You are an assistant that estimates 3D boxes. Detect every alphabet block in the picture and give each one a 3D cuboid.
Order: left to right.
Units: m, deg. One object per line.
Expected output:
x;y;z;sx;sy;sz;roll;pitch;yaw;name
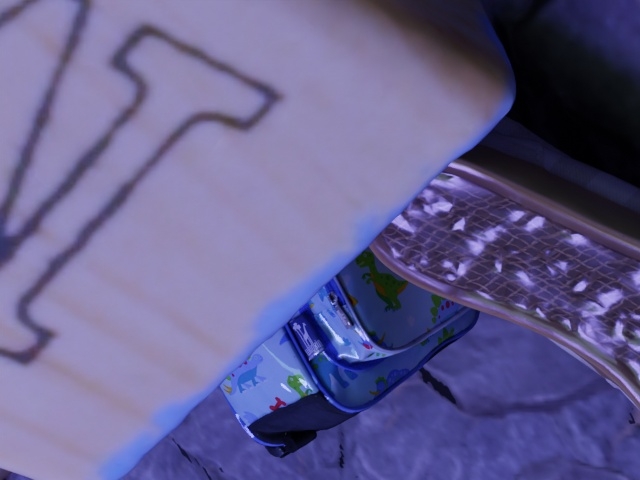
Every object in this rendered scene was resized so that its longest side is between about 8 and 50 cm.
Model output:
-0.099;-0.074;0.452;0.197;0.192;0.193;25;121;-36;alphabet block

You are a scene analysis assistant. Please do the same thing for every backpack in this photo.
0.000;0.000;0.580;0.084;0.105;0.114;-35;87;42;backpack

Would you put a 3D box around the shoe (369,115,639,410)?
0.117;0.022;0.528;0.219;0.058;0.076;32;123;2;shoe

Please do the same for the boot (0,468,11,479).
-0.250;0.030;0.775;0.211;0.104;0.295;51;179;16;boot
